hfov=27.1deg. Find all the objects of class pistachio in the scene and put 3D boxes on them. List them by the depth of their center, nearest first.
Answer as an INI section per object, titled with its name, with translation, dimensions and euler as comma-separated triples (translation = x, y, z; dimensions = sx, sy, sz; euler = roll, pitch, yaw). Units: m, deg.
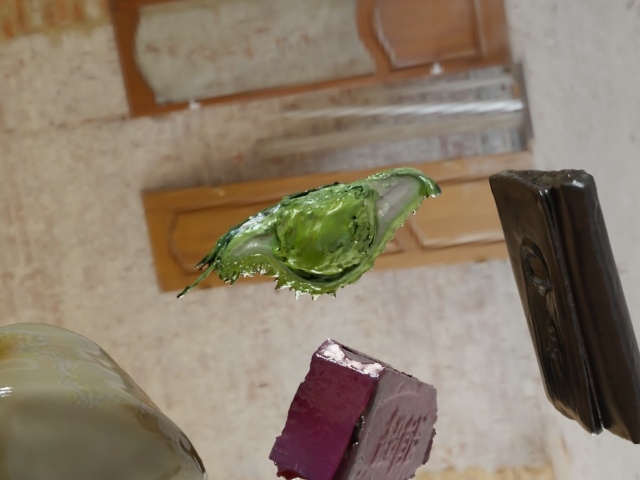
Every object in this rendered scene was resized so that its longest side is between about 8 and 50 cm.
[pistachio]
translation = -0.285, 0.252, 1.228
dimensions = 0.445, 0.365, 0.281
euler = 111, 161, -48

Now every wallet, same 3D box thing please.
[wallet]
translation = 0.211, 0.049, 1.136
dimensions = 0.182, 0.049, 0.229
euler = -160, 53, -75

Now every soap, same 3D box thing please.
[soap]
translation = 0.051, 0.212, 1.528
dimensions = 0.250, 0.099, 0.162
euler = 27, -100, -64

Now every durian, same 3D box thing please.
[durian]
translation = -0.003, -0.001, 1.674
dimensions = 0.107, 0.375, 0.132
euler = 52, 156, 43
